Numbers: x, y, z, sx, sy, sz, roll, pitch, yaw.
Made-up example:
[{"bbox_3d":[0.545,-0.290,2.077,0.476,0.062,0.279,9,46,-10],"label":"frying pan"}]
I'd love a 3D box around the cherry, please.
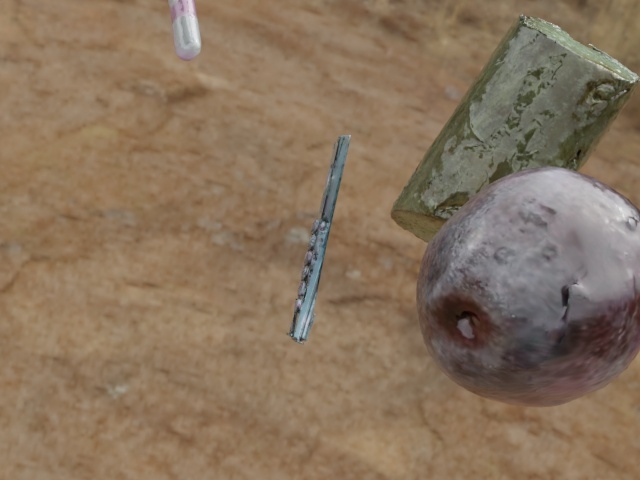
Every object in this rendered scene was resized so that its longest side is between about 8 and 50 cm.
[{"bbox_3d":[0.159,0.041,0.984,0.195,0.195,0.195,14,30,-8],"label":"cherry"}]

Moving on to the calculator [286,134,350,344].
[{"bbox_3d":[0.000,0.000,1.046,0.018,0.172,0.057,14,-4,-5],"label":"calculator"}]

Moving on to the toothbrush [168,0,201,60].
[{"bbox_3d":[-0.110,-0.235,0.949,0.025,0.020,0.286,31,36,-40],"label":"toothbrush"}]

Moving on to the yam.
[{"bbox_3d":[0.218,-0.104,1.472,0.168,0.304,0.168,31,10,-6],"label":"yam"}]
